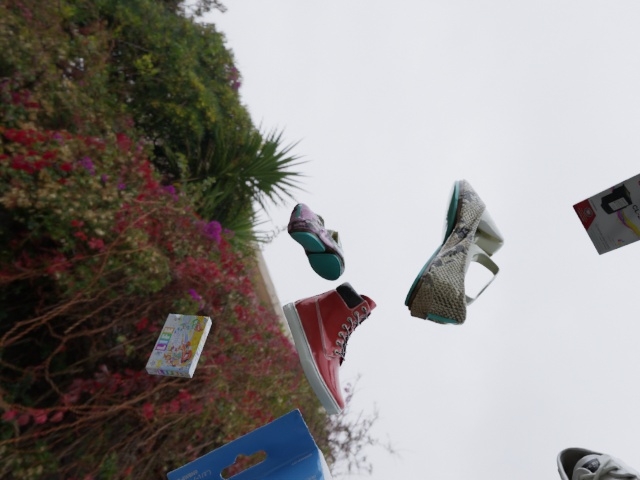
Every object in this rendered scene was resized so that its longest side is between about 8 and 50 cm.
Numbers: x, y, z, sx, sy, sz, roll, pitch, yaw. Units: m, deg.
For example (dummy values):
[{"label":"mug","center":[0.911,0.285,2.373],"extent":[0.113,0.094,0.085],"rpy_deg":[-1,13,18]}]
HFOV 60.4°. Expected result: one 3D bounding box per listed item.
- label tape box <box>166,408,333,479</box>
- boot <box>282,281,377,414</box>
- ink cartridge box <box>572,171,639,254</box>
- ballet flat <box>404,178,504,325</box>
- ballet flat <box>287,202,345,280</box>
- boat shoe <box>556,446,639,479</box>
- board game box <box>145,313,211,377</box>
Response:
[{"label":"label tape box","center":[-0.072,0.469,0.814],"extent":[0.249,0.115,0.347],"rpy_deg":[-26,-101,-1]},{"label":"boot","center":[0.043,0.194,1.046],"extent":[0.088,0.176,0.244],"rpy_deg":[72,-4,-54]},{"label":"ink cartridge box","center":[0.642,-0.062,1.144],"extent":[0.175,0.072,0.127],"rpy_deg":[-39,-107,56]},{"label":"ballet flat","center":[0.354,0.032,1.353],"extent":[0.182,0.482,0.164],"rpy_deg":[21,-45,12]},{"label":"ballet flat","center":[0.000,0.000,1.032],"extent":[0.077,0.221,0.079],"rpy_deg":[0,-117,22]},{"label":"boat shoe","center":[0.365,0.316,0.696],"extent":[0.096,0.267,0.088],"rpy_deg":[-33,-104,5]},{"label":"board game box","center":[-0.326,0.241,1.274],"extent":[0.104,0.154,0.026],"rpy_deg":[2,-46,9]}]
